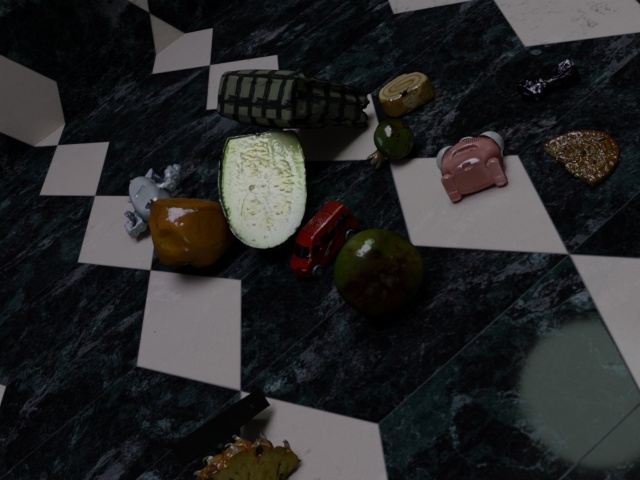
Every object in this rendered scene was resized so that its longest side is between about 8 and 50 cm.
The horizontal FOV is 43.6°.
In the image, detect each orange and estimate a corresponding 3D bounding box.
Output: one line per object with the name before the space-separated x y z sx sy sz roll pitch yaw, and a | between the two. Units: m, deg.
orange | -0.338 -0.017 2.125 0.248 0.184 0.249 4 8 -1

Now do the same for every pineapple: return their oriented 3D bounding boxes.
pineapple | -0.181 0.427 1.506 0.249 0.140 0.164 -38 33 -1

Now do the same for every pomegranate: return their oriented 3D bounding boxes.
pomegranate | 0.177 -0.248 2.070 0.142 0.114 0.115 -49 28 25

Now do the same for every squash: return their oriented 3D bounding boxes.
squash | -0.147 -0.120 2.064 0.233 0.210 0.309 -5 32 3

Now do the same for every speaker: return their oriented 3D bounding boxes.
speaker | -0.190 0.360 1.556 0.082 0.044 0.218 -36 -6 29

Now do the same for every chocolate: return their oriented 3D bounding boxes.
chocolate | 0.563 -0.392 1.978 0.147 0.070 0.072 -29 44 25

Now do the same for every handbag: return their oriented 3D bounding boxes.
handbag | -0.069 -0.387 2.251 0.325 0.326 0.163 15 100 44

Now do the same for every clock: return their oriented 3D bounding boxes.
clock | 0.349 -0.186 1.862 0.165 0.093 0.162 -20 34 19

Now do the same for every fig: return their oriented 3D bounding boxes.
fig | 0.113 0.069 1.677 0.191 0.181 0.181 -20 31 57

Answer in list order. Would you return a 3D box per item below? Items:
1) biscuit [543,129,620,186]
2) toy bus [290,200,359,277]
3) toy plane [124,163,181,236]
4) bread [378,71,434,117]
biscuit | 0.578 -0.195 1.744 0.126 0.025 0.206 -32 35 1
toy bus | 0.000 0.000 1.913 0.195 0.089 0.081 -47 37 -18
toy plane | -0.516 -0.126 2.449 0.266 0.122 0.267 -31 42 32
bread | 0.236 -0.415 2.240 0.149 0.073 0.122 -30 33 5
